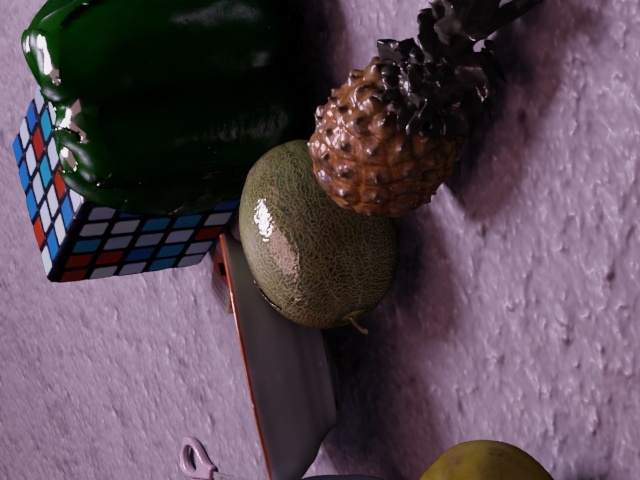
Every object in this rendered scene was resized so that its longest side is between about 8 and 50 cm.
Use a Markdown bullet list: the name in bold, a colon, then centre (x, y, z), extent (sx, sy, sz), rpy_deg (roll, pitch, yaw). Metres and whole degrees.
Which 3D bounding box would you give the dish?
- **dish**: centre (-0.032, 0.113, 1.723), extent (0.260, 0.085, 0.260), rpy_deg (169, 90, -88)

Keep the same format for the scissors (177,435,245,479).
- **scissors**: centre (-0.118, 0.277, 2.083), extent (0.189, 0.015, 0.100), rpy_deg (-8, 94, 61)

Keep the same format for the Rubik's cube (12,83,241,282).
- **Rubik's cube**: centre (-0.207, -0.078, 1.918), extent (0.182, 0.187, 0.184), rpy_deg (-52, 52, 55)

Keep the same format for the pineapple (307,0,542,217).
- **pineapple**: centre (0.080, -0.120, 1.433), extent (0.248, 0.128, 0.128), rpy_deg (-54, 53, 52)

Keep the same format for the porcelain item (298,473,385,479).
- **porcelain item**: centre (0.011, 0.434, 1.706), extent (0.242, 0.178, 0.405), rpy_deg (45, 136, 49)

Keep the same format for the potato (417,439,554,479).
- **potato**: centre (0.145, 0.279, 1.419), extent (0.197, 0.148, 0.228), rpy_deg (78, 176, -65)

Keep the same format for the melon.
- **melon**: centre (0.000, 0.000, 1.610), extent (0.192, 0.139, 0.139), rpy_deg (67, 151, 18)

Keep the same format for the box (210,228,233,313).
- **box**: centre (-0.103, 0.034, 1.959), extent (0.046, 0.012, 0.083), rpy_deg (52, 143, 43)

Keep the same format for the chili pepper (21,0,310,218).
- **chili pepper**: centre (-0.146, -0.155, 1.719), extent (0.233, 0.256, 0.249), rpy_deg (140, 115, -74)
